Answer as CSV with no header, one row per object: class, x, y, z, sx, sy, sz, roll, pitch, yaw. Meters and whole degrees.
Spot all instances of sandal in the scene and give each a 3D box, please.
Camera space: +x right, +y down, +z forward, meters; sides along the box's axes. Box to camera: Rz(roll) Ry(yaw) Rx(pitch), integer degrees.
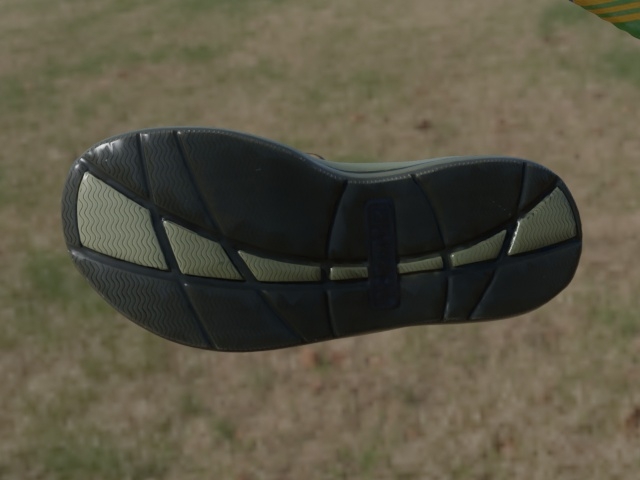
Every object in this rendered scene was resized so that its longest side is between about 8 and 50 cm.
sandal,0.001,0.002,0.895,0.302,0.120,0.086,4,4,-20

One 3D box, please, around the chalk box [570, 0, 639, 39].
chalk box,0.107,-0.155,0.334,0.132,0.132,0.213,25,-28,-19
